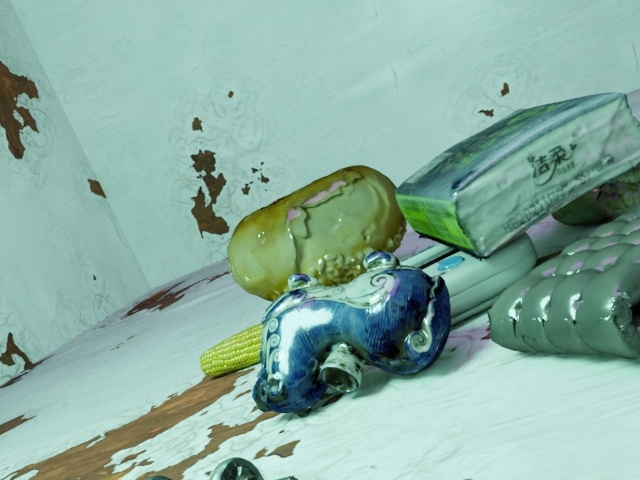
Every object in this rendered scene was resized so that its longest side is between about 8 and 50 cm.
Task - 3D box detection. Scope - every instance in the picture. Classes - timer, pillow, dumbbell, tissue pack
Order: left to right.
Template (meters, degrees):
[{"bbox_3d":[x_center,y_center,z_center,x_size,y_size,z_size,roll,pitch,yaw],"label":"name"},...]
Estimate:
[{"bbox_3d":[-0.124,0.270,0.811,0.254,0.081,0.081,-22,7,31],"label":"dumbbell"},{"bbox_3d":[0.198,0.062,1.253,0.262,0.087,0.237,-25,7,-9],"label":"timer"},{"bbox_3d":[0.286,-0.105,1.254,0.288,0.124,0.394,-33,7,-3],"label":"tissue pack"},{"bbox_3d":[0.367,0.027,0.900,0.326,0.101,0.228,-26,3,-23],"label":"pillow"}]

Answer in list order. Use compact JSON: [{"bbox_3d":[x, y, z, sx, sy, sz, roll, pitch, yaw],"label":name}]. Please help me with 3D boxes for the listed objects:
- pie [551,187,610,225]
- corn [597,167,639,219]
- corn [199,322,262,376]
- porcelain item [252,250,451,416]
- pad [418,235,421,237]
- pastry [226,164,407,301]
[{"bbox_3d":[0.544,-0.107,1.437,0.303,0.066,0.302,-23,8,3],"label":"pie"},{"bbox_3d":[0.501,-0.073,1.106,0.127,0.126,0.335,-26,8,-9],"label":"corn"},{"bbox_3d":[-0.130,0.195,1.474,0.206,0.067,0.067,-25,6,18],"label":"corn"},{"bbox_3d":[0.033,0.131,1.067,0.288,0.138,0.186,-12,42,31],"label":"porcelain item"},{"bbox_3d":[0.373,-0.062,1.945,0.181,0.004,0.267,-30,8,-41],"label":"pad"},{"bbox_3d":[0.000,0.000,1.749,0.410,0.245,0.409,-27,4,2],"label":"pastry"}]
